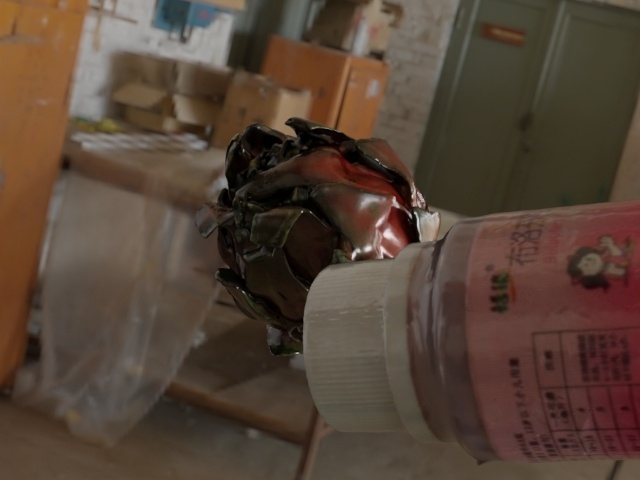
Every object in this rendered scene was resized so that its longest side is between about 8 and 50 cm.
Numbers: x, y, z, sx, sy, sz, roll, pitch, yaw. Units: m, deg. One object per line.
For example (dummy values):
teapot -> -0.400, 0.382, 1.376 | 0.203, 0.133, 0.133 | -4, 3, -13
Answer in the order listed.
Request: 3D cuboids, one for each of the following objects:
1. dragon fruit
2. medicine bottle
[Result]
dragon fruit -> 0.004, 0.001, 0.933 | 0.182, 0.182, 0.188 | 17, 4, 14
medicine bottle -> 0.121, 0.053, 0.694 | 0.247, 0.147, 0.147 | -5, 2, 23
